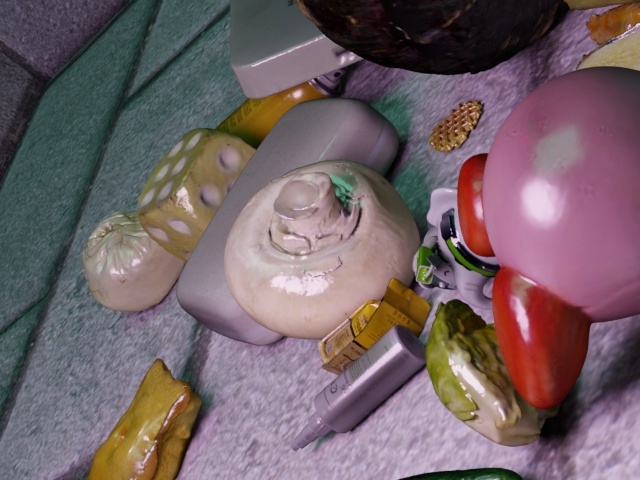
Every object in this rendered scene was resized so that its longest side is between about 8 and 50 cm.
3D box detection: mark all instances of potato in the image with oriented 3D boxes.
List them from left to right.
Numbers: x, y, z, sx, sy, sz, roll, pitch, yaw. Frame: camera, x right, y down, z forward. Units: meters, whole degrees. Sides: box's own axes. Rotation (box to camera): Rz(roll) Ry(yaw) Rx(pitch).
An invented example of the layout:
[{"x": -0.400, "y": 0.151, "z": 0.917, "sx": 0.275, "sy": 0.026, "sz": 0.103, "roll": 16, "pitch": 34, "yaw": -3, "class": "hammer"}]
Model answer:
[{"x": 0.347, "y": -0.153, "z": 1.318, "sx": 0.164, "sy": 0.081, "sz": 0.200, "roll": -51, "pitch": 26, "yaw": -18, "class": "potato"}]

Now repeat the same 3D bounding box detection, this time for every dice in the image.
[{"x": -0.175, "y": -0.065, "z": 2.006, "sx": 0.166, "sy": 0.169, "sz": 0.169, "roll": -15, "pitch": 44, "yaw": 53, "class": "dice"}]

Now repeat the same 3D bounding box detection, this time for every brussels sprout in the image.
[{"x": 0.159, "y": 0.127, "z": 1.205, "sx": 0.100, "sy": 0.139, "sz": 0.181, "roll": -45, "pitch": 28, "yaw": 33, "class": "brussels sprout"}]

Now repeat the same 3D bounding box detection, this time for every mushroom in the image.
[{"x": 0.000, "y": 0.000, "z": 1.545, "sx": 0.246, "sy": 0.202, "sz": 0.246, "roll": -6, "pitch": 53, "yaw": 8, "class": "mushroom"}]

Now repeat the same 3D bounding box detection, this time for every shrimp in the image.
[{"x": 0.386, "y": -0.268, "z": 1.453, "sx": 0.132, "sy": 0.052, "sz": 0.187, "roll": -43, "pitch": 22, "yaw": -31, "class": "shrimp"}]

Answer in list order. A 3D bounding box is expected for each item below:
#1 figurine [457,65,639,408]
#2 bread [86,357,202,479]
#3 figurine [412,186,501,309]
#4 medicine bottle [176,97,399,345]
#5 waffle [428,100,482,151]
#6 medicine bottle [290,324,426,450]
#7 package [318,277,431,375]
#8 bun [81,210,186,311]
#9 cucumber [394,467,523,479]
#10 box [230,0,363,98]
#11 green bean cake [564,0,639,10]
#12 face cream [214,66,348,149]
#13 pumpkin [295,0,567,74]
[{"x": 0.233, "y": -0.035, "z": 1.101, "sx": 0.261, "sy": 0.211, "sz": 0.270, "roll": -24, "pitch": 48, "yaw": 15, "class": "figurine"}, {"x": -0.245, "y": 0.290, "z": 1.762, "sx": 0.233, "sy": 0.088, "sz": 0.161, "roll": -56, "pitch": 19, "yaw": -1, "class": "bread"}, {"x": 0.167, "y": 0.001, "z": 1.364, "sx": 0.192, "sy": 0.147, "sz": 0.126, "roll": 129, "pitch": 146, "yaw": -54, "class": "figurine"}, {"x": -0.051, "y": -0.034, "z": 1.803, "sx": 0.375, "sy": 0.123, "sz": 0.282, "roll": -58, "pitch": 27, "yaw": -13, "class": "medicine bottle"}, {"x": 0.181, "y": -0.153, "z": 1.683, "sx": 0.085, "sy": 0.016, "sz": 0.078, "roll": -52, "pitch": 28, "yaw": 3, "class": "waffle"}, {"x": 0.035, "y": 0.178, "z": 1.445, "sx": 0.199, "sy": 0.057, "sz": 0.058, "roll": -43, "pitch": 26, "yaw": 20, "class": "medicine bottle"}, {"x": 0.064, "y": 0.111, "z": 1.468, "sx": 0.131, "sy": 0.071, "sz": 0.047, "roll": -41, "pitch": 30, "yaw": 19, "class": "package"}, {"x": -0.327, "y": 0.020, "z": 2.202, "sx": 0.229, "sy": 0.145, "sz": 0.229, "roll": -44, "pitch": 23, "yaw": 25, "class": "bun"}, {"x": 0.090, "y": 0.260, "z": 1.245, "sx": 0.284, "sy": 0.056, "sz": 0.056, "roll": -25, "pitch": 36, "yaw": 44, "class": "cucumber"}, {"x": 0.035, "y": -0.386, "z": 2.037, "sx": 0.373, "sy": 0.090, "sz": 0.367, "roll": -19, "pitch": 33, "yaw": 10, "class": "box"}, {"x": 0.348, "y": -0.407, "z": 1.421, "sx": 0.124, "sy": 0.236, "sz": 0.233, "roll": 4, "pitch": 41, "yaw": 50, "class": "green bean cake"}, {"x": -0.089, "y": -0.197, "z": 2.112, "sx": 0.348, "sy": 0.105, "sz": 0.105, "roll": -38, "pitch": 28, "yaw": 29, "class": "face cream"}, {"x": 0.150, "y": -0.423, "z": 1.581, "sx": 0.344, "sy": 0.454, "sz": 0.454, "roll": 33, "pitch": 86, "yaw": 39, "class": "pumpkin"}]
